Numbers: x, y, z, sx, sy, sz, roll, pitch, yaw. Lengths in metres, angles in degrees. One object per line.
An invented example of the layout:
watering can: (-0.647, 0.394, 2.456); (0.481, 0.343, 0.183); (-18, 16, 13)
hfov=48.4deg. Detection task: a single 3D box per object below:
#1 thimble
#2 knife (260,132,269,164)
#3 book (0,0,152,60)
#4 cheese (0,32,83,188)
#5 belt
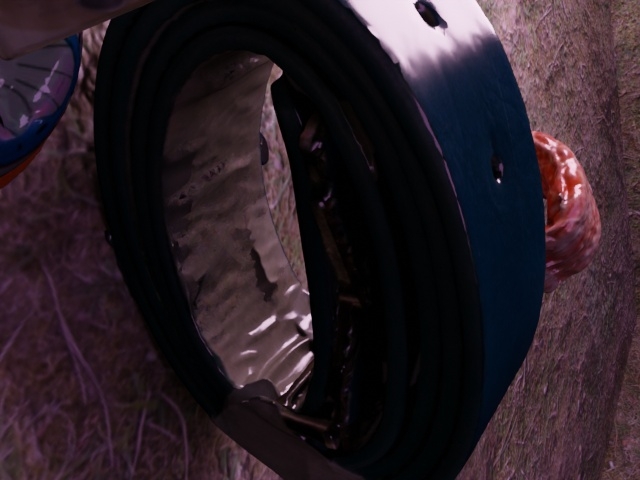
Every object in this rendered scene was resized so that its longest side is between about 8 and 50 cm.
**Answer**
thimble: (0.291, -0.040, 1.070); (0.162, 0.239, 0.239); (48, 52, -48)
knife: (-0.083, -0.111, 0.661); (0.121, 0.018, 0.031); (47, 52, -46)
book: (-0.099, -0.234, 0.284); (0.202, 0.027, 0.264); (-28, 122, -15)
cheese: (-0.211, -0.158, 0.351); (0.217, 0.129, 0.329); (2, 90, -59)
belt: (0.000, -0.002, 0.536); (0.173, 0.300, 0.436); (-37, 126, -49)
